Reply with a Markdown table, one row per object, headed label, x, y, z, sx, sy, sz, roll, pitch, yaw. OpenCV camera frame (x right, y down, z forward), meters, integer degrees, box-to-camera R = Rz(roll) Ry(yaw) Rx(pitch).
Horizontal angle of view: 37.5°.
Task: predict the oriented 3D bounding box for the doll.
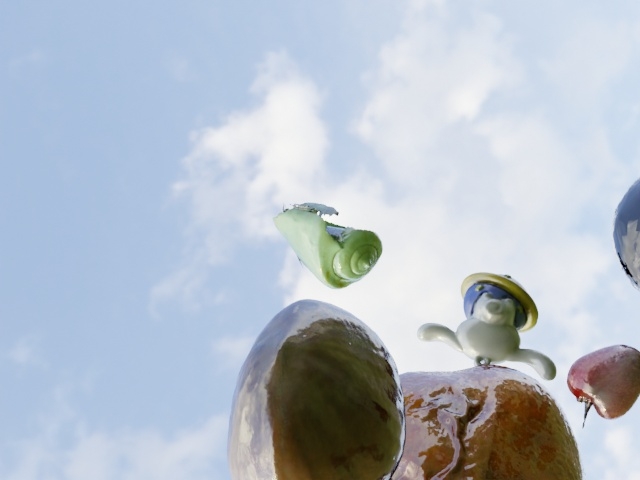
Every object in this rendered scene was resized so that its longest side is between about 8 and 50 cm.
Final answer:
| label | x | y | z | sx | sy | sz | roll | pitch | yaw |
| --- | --- | --- | --- | --- | --- | --- | --- | --- | --- |
| doll | 0.414 | 0.184 | 2.110 | 0.243 | 0.311 | 0.159 | -32 | -38 | -45 |

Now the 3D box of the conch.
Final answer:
| label | x | y | z | sx | sy | sz | roll | pitch | yaw |
| --- | --- | --- | --- | --- | --- | --- | --- | --- | --- |
| conch | 0.003 | -0.011 | 1.774 | 0.143 | 0.251 | 0.137 | 5 | -58 | -57 |

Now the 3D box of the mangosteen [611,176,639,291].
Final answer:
| label | x | y | z | sx | sy | sz | roll | pitch | yaw |
| --- | --- | --- | --- | --- | --- | --- | --- | --- | --- |
| mangosteen | 0.680 | -0.015 | 1.675 | 0.330 | 0.330 | 0.329 | -8 | -78 | -42 |

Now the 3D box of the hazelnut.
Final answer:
| label | x | y | z | sx | sy | sz | roll | pitch | yaw |
| --- | --- | --- | --- | --- | --- | --- | --- | --- | --- |
| hazelnut | -0.011 | 0.164 | 0.888 | 0.181 | 0.181 | 0.212 | 31 | -132 | -22 |

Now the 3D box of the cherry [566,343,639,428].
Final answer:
| label | x | y | z | sx | sy | sz | roll | pitch | yaw |
| --- | --- | --- | --- | --- | --- | --- | --- | --- | --- |
| cherry | 0.440 | 0.216 | 1.432 | 0.106 | 0.126 | 0.087 | 65 | -164 | 11 |

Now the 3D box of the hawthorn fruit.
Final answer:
| label | x | y | z | sx | sy | sz | roll | pitch | yaw |
| --- | --- | --- | --- | --- | --- | --- | --- | --- | --- |
| hawthorn fruit | 0.254 | 0.440 | 1.686 | 0.472 | 0.472 | 0.471 | -8 | -78 | -42 |
